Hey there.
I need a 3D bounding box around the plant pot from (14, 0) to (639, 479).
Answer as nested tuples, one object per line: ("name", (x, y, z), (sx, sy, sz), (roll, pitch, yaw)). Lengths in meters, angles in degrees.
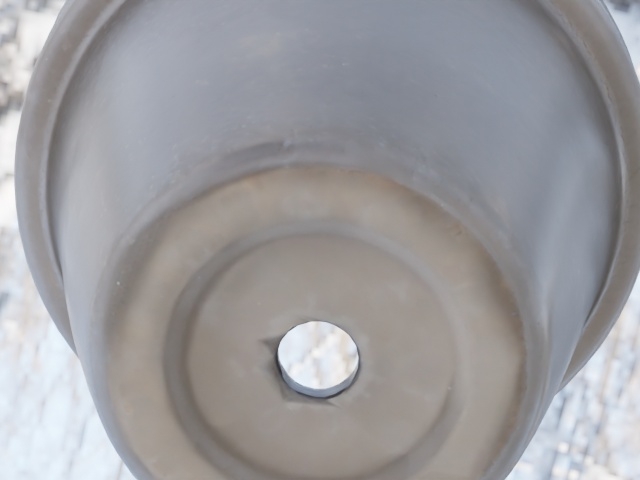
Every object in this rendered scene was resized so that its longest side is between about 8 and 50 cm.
("plant pot", (0.000, 0.000, 0.704), (0.263, 0.263, 0.229), (13, -161, -1))
